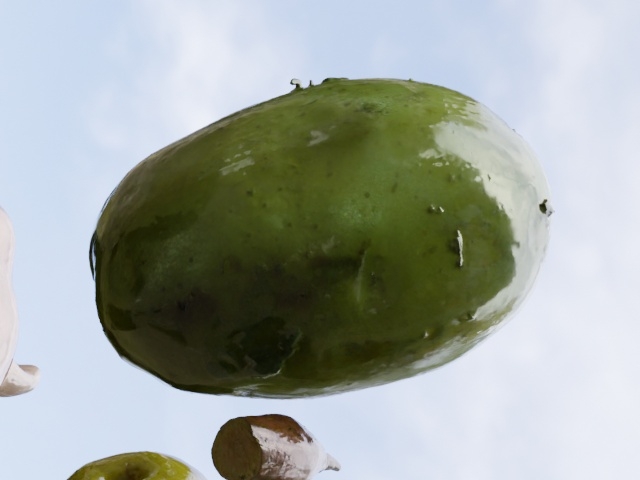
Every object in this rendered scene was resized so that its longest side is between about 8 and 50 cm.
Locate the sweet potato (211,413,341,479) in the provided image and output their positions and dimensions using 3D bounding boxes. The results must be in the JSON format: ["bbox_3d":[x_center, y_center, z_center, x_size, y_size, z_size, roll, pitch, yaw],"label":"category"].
[{"bbox_3d":[-0.020,0.135,1.187,0.049,0.117,0.049,-9,-107,33],"label":"sweet potato"}]

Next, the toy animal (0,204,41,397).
[{"bbox_3d":[-0.385,0.056,1.546,0.326,0.237,0.269,-28,-87,43],"label":"toy animal"}]

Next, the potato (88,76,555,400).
[{"bbox_3d":[0.001,0.003,1.257,0.216,0.304,0.216,-21,90,-89],"label":"potato"}]

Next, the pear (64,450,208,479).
[{"bbox_3d":[-0.129,0.231,1.392,0.149,0.149,0.162,25,-42,49],"label":"pear"}]
